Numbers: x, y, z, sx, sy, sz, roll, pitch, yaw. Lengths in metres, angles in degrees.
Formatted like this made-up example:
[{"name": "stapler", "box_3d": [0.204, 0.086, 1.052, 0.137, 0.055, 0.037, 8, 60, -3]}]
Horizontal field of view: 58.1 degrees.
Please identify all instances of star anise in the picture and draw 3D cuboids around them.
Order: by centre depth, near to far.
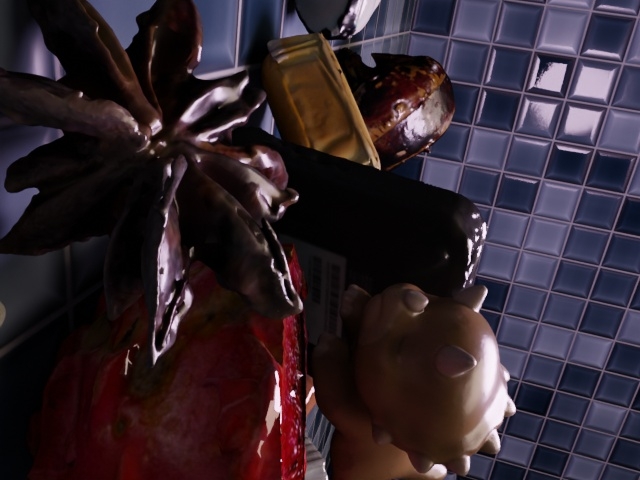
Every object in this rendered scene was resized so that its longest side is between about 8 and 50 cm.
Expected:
[{"name": "star anise", "box_3d": [-0.114, -0.057, 0.386, 0.212, 0.129, 0.283, -44, 107, -31]}]

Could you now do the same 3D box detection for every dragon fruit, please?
[{"name": "dragon fruit", "box_3d": [-0.114, 0.184, 0.534, 0.386, 0.249, 0.371, 89, 1, -63]}]

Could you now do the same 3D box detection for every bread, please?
[{"name": "bread", "box_3d": [-0.004, -0.154, 0.797, 0.136, 0.107, 0.241, 91, -22, -80]}]

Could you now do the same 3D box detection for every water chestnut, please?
[{"name": "water chestnut", "box_3d": [0.131, -0.298, 1.255, 0.300, 0.300, 0.300, 13, 90, -79]}]

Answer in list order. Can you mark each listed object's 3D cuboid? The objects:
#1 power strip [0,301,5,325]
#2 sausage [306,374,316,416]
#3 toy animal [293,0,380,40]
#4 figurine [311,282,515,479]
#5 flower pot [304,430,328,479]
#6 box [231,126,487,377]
[{"name": "power strip", "box_3d": [-0.241, 0.085, 0.298, 0.081, 0.035, 0.192, 90, 18, -50]}, {"name": "sausage", "box_3d": [-0.075, 0.287, 0.767, 0.327, 0.087, 0.079, -60, 136, -51]}, {"name": "toy animal", "box_3d": [0.036, -0.398, 0.875, 0.166, 0.138, 0.179, -65, 172, 33]}, {"name": "figurine", "box_3d": [0.097, 0.153, 0.558, 0.177, 0.173, 0.247, -29, 122, -61]}, {"name": "flower pot", "box_3d": [-0.086, 0.419, 0.867, 0.209, 0.189, 0.239, -119, -155, -47]}, {"name": "box", "box_3d": [0.015, 0.054, 0.737, 0.091, 0.350, 0.359, -45, 147, -45]}]
